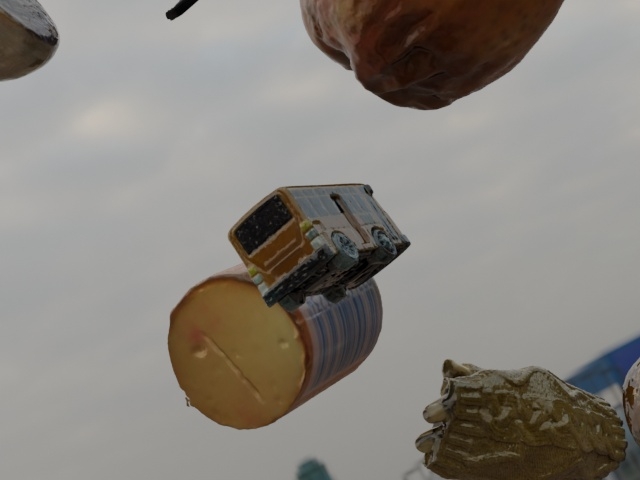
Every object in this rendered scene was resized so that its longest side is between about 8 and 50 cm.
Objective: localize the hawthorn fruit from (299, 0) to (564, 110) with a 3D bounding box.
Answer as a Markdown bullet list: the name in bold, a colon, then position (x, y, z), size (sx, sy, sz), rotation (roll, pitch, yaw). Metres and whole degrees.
- **hawthorn fruit**: position (0.192, -0.437, 2.400), size (0.471, 0.472, 0.472), rotation (-26, -13, -6)

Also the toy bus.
- **toy bus**: position (0.000, 0.000, 1.517), size (0.098, 0.114, 0.201), rotation (-40, -14, 24)

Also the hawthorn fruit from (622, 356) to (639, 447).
- **hawthorn fruit**: position (0.503, 0.210, 1.657), size (0.267, 0.301, 0.268), rotation (-35, -25, -19)

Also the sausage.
- **sausage**: position (-0.059, 0.132, 2.142), size (0.233, 0.233, 0.287), rotation (-33, -3, 27)

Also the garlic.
- **garlic**: position (-0.341, -0.243, 1.571), size (0.090, 0.129, 0.198), rotation (-26, 15, 17)

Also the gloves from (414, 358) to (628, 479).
- **gloves**: position (0.291, 0.261, 2.074), size (0.356, 0.203, 0.155), rotation (6, -35, -30)

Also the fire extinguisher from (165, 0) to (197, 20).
- **fire extinguisher**: position (-0.159, -0.481, 2.153), size (0.138, 0.344, 0.102), rotation (-6, -30, 37)
